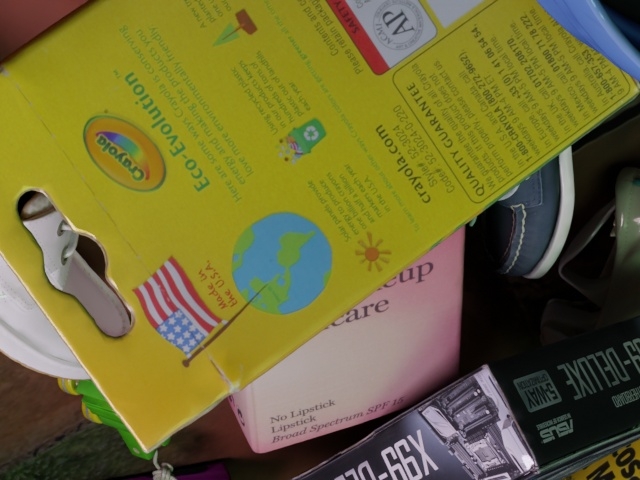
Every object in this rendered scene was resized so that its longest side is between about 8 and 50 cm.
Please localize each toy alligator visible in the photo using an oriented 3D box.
[{"bbox_3d":[-0.125,0.110,1.132,0.051,0.056,0.189,-61,147,-24],"label":"toy alligator"}]

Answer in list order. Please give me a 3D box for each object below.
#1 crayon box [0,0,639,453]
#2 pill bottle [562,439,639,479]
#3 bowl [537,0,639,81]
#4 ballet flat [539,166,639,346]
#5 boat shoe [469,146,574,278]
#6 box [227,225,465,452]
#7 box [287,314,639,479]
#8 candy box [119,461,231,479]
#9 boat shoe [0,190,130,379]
[{"bbox_3d":[-0.022,-0.068,0.846,0.319,0.081,0.202,-35,100,-10],"label":"crayon box"},{"bbox_3d":[0.315,0.226,1.387,0.334,0.188,0.188,-41,138,15],"label":"pill bottle"},{"bbox_3d":[0.227,-0.257,0.799,0.391,0.077,0.391,-11,112,-31],"label":"bowl"},{"bbox_3d":[0.208,0.047,1.235,0.086,0.086,0.248,-3,132,-26],"label":"ballet flat"},{"bbox_3d":[0.115,-0.074,1.033,0.079,0.095,0.254,-15,137,-17],"label":"boat shoe"},{"bbox_3d":[0.000,0.000,1.022,0.149,0.126,0.232,-17,139,-12],"label":"box"},{"bbox_3d":[0.100,0.155,1.156,0.242,0.076,0.307,-11,161,-47],"label":"box"},{"bbox_3d":[-0.152,0.282,1.277,0.159,0.071,0.233,-8,136,-21],"label":"candy box"},{"bbox_3d":[-0.177,-0.013,0.933,0.096,0.098,0.277,-34,138,9],"label":"boat shoe"}]
